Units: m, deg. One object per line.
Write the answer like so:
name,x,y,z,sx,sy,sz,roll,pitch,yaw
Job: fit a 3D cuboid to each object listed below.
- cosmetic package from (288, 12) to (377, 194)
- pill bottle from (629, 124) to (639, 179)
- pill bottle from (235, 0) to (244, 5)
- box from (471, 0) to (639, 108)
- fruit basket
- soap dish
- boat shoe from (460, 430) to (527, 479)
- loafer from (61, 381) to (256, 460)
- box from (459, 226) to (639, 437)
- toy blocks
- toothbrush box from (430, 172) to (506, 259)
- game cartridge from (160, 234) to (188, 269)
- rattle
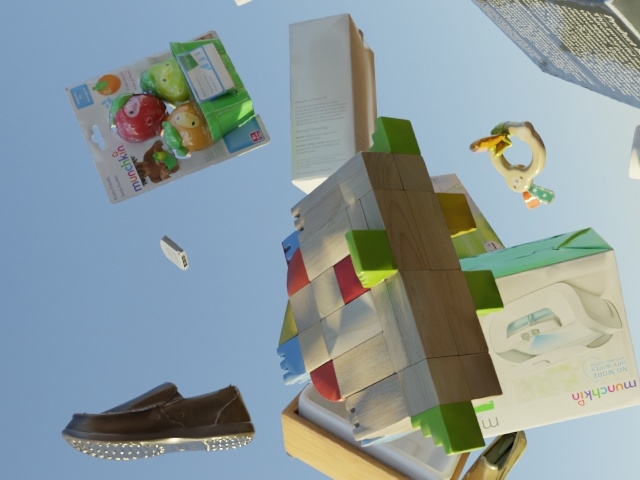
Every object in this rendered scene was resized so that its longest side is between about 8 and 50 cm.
cosmetic package,0.034,-0.289,1.974,0.217,0.156,0.384,39,-135,-66
pill bottle,0.625,-0.134,1.423,0.124,0.222,0.124,9,-90,-68
pill bottle,-0.180,-0.585,1.649,0.264,0.146,0.146,61,-152,-12
box,0.356,-0.316,0.913,0.212,0.293,0.395,36,-172,-24
fruit basket,-0.326,-0.274,1.829,0.165,0.353,0.327,95,152,-61
soap dish,0.096,0.328,1.451,0.229,0.291,0.118,-35,-30,-64
boat shoe,0.276,0.382,1.447,0.190,0.068,0.072,-54,-29,-20
loafer,-0.313,0.346,1.699,0.134,0.366,0.130,111,155,-61
box,0.286,0.131,1.218,0.127,0.262,0.231,-78,-26,-75
toy blocks,0.046,0.086,1.020,0.191,0.261,0.381,0,-115,-38
toothbrush box,0.206,0.005,1.663,0.283,0.206,0.122,-111,17,-52
game cartridge,-0.271,0.021,1.614,0.017,0.056,0.083,-51,-12,-20
rattle,0.388,-0.131,1.754,0.143,0.130,0.199,-46,-54,-56
